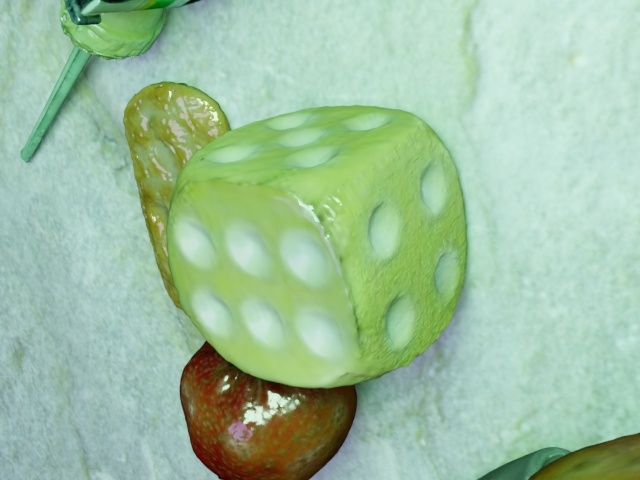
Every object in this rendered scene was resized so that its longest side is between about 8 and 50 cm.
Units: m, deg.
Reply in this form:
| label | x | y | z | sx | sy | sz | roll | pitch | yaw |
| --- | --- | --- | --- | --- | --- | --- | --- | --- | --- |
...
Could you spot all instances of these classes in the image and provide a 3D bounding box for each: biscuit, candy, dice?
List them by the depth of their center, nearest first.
| label | x | y | z | sx | sy | sz | roll | pitch | yaw |
| --- | --- | --- | --- | --- | --- | --- | --- | --- | --- |
| dice | 0.000 | 0.000 | 0.757 | 0.169 | 0.169 | 0.166 | 5 | 117 | 35 |
| candy | -0.229 | -0.152 | 0.920 | 0.093 | 0.092 | 0.335 | 43 | 142 | -8 |
| biscuit | -0.118 | -0.027 | 0.928 | 0.118 | 0.029 | 0.247 | 8 | 120 | 33 |

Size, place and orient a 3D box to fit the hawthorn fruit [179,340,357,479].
| label | x | y | z | sx | sy | sz | roll | pitch | yaw |
| --- | --- | --- | --- | --- | --- | --- | --- | --- | --- |
| hawthorn fruit | -0.045 | 0.154 | 0.908 | 0.157 | 0.157 | 0.194 | 29 | 147 | 21 |

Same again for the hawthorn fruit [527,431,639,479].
| label | x | y | z | sx | sy | sz | roll | pitch | yaw |
| --- | --- | --- | --- | --- | --- | --- | --- | --- | --- |
| hawthorn fruit | 0.264 | 0.279 | 0.553 | 0.402 | 0.403 | 0.403 | 18 | 125 | 28 |

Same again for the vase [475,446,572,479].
| label | x | y | z | sx | sy | sz | roll | pitch | yaw |
| --- | --- | --- | --- | --- | --- | --- | --- | --- | --- |
| vase | 0.136 | 0.242 | 0.861 | 0.086 | 0.086 | 0.214 | 54 | 138 | -1 |

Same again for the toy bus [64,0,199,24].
| label | x | y | z | sx | sy | sz | roll | pitch | yaw |
| --- | --- | --- | --- | --- | --- | --- | --- | --- | --- |
| toy bus | -0.065 | -0.265 | 0.658 | 0.276 | 0.164 | 0.134 | -28 | 82 | 43 |
